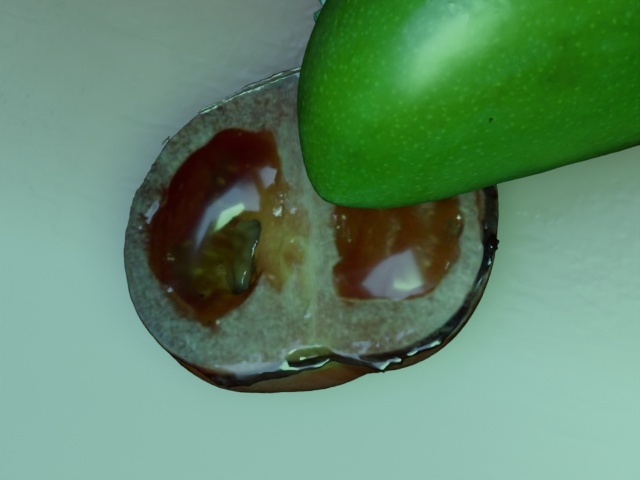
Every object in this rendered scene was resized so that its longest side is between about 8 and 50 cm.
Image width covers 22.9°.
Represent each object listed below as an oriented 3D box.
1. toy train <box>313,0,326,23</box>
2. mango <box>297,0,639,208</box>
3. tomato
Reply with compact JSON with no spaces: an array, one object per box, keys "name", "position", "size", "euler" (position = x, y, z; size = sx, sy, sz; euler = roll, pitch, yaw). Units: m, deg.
[{"name":"toy train","position":[0.046,-0.171,0.999],"size":[0.122,0.081,0.050],"euler":[-33,87,8]},{"name":"mango","position":[0.142,-0.140,0.879],"size":[0.382,0.225,0.201],"euler":[-35,79,-18]},{"name":"tomato","position":[0.000,0.000,0.983],"size":[0.228,0.112,0.199],"euler":[-4,73,9]}]
